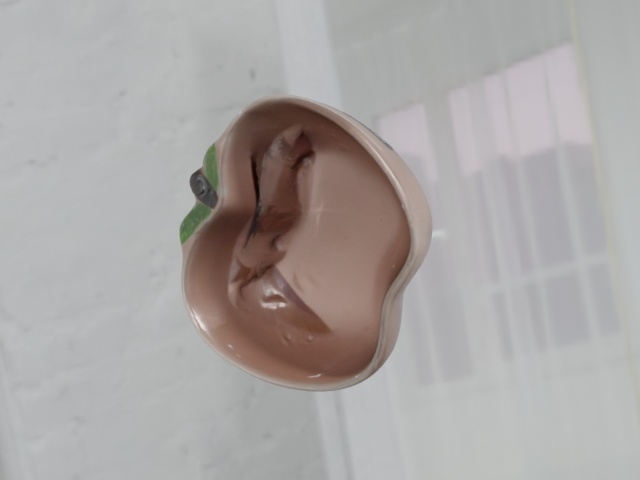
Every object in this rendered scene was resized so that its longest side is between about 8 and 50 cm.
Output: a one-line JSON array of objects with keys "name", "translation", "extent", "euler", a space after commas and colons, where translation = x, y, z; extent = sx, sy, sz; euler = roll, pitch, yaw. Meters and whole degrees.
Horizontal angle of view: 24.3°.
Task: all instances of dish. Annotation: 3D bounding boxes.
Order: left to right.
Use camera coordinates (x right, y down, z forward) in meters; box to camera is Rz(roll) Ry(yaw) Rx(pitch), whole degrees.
[{"name": "dish", "translation": [0.000, 0.000, 1.082], "extent": [0.213, 0.213, 0.090], "euler": [2, 7, 34]}]
